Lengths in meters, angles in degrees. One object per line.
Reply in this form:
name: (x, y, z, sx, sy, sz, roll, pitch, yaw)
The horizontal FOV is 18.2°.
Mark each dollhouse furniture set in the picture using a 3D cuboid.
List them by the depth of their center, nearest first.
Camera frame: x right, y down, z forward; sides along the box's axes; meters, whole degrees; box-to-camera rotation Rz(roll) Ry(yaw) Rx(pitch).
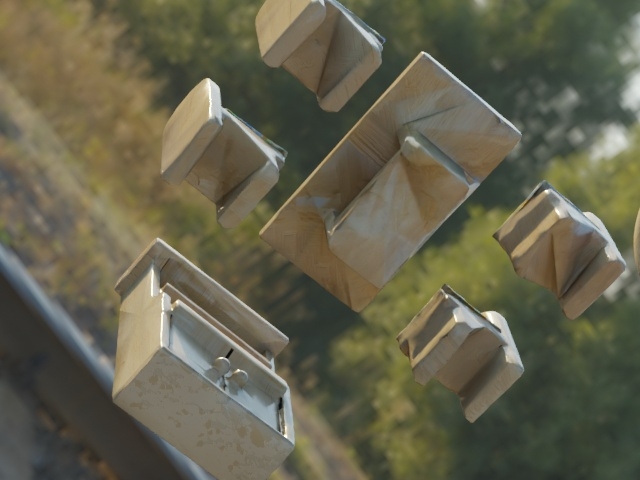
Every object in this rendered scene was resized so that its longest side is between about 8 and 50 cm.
dollhouse furniture set: (0.000, 0.000, 1.810, 0.362, 0.394, 0.256, 38, 14, -17)

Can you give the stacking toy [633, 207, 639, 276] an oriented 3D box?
stacking toy: (0.381, 0.041, 1.476, 0.330, 0.141, 0.141, 27, 21, -38)
